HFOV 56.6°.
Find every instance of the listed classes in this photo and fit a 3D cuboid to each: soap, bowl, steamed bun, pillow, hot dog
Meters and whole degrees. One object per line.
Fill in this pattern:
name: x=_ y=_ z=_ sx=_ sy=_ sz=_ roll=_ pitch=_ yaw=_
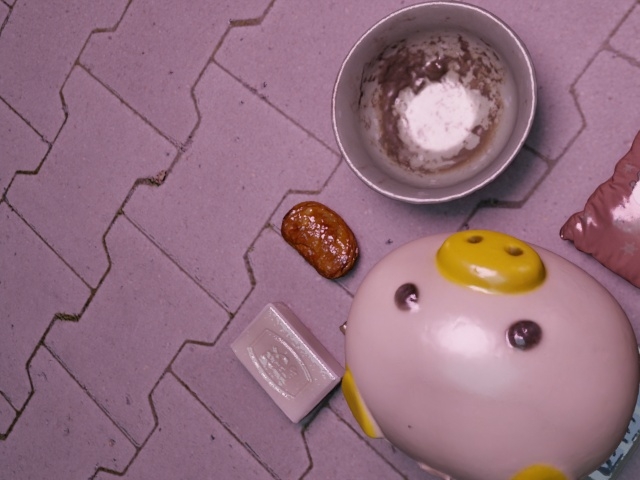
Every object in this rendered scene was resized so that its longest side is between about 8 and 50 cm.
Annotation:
soap: x=-0.057 y=0.211 z=1.041 sx=0.183 sy=0.064 sz=0.121 roll=45 pitch=104 yaw=15
bowl: x=0.174 y=-0.192 z=0.893 sx=0.290 sy=0.146 sz=0.289 roll=0 pitch=90 yaw=21
steamed bun: x=0.213 y=0.152 z=0.790 sx=0.374 sy=0.334 sz=0.333 roll=15 pitch=97 yaw=31
pillow: x=0.480 y=-0.031 z=0.799 sx=0.223 sy=0.084 sz=0.236 roll=36 pitch=106 yaw=16
hot dog: x=0.000 y=-0.001 z=1.013 sx=0.147 sy=0.065 sz=0.099 roll=41 pitch=106 yaw=5

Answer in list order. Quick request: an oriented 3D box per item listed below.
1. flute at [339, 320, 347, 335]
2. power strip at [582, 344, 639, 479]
flute: x=0.114 y=0.224 z=0.989 sx=0.233 sy=0.027 sz=0.027 roll=46 pitch=107 yaw=16
power strip: x=0.394 y=0.270 z=0.862 sx=0.118 sy=0.046 sz=0.270 roll=31 pitch=103 yaw=19
